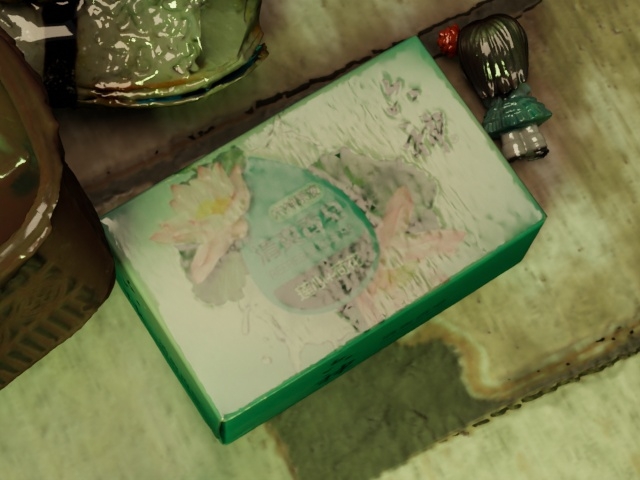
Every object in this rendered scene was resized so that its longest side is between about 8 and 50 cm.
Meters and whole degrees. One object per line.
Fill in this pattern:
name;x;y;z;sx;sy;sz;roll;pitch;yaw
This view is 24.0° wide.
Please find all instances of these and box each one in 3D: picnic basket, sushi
picnic basket;-0.250;0.025;0.870;0.297;0.129;0.222;-38;52;3
sushi;-0.170;-0.125;0.985;0.273;0.134;0.109;-16;105;-18

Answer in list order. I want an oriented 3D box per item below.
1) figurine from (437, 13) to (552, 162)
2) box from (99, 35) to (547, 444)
figurine;0.121;-0.103;1.025;0.060;0.047;0.106;-19;82;14
box;0.000;0.000;0.960;0.245;0.092;0.153;-32;76;-11
